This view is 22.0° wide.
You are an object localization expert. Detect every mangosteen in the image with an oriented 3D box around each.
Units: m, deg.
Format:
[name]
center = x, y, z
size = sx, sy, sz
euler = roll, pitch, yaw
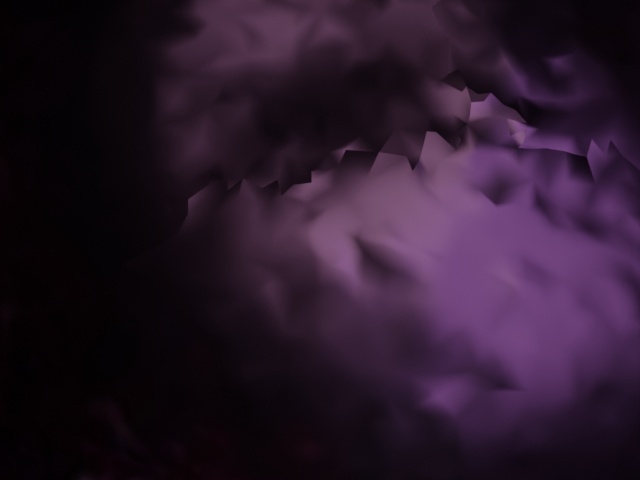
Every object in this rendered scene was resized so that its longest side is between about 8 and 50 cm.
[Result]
[mangosteen]
center = 0.000, 0.000, 0.518
size = 0.435, 0.382, 0.382
euler = -30, 116, 25
